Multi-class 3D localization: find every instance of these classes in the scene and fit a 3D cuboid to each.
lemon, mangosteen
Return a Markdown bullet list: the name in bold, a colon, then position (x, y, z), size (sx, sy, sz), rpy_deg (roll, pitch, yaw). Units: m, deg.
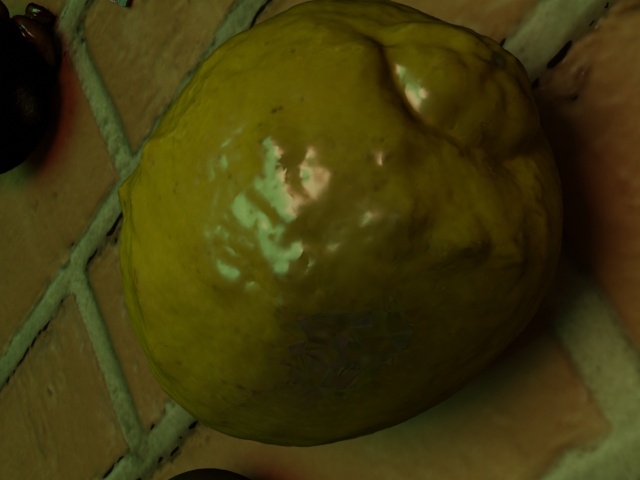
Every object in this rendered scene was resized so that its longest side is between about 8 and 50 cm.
- **lemon**: position (0.004, -0.005, 0.565), size (0.316, 0.285, 0.285), rpy_deg (153, 112, -66)
- **mangosteen**: position (-0.431, -0.206, 1.071), size (0.228, 0.228, 0.265), rpy_deg (8, 53, 46)

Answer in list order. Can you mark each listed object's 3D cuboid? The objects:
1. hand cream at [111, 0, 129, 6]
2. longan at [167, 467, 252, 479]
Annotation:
- **hand cream**: position (-0.303, -0.360, 1.051), size (0.275, 0.050, 0.079), rpy_deg (29, 134, 37)
- **longan**: position (-0.094, 0.281, 0.726), size (0.187, 0.167, 0.167), rpy_deg (-160, 77, -66)
